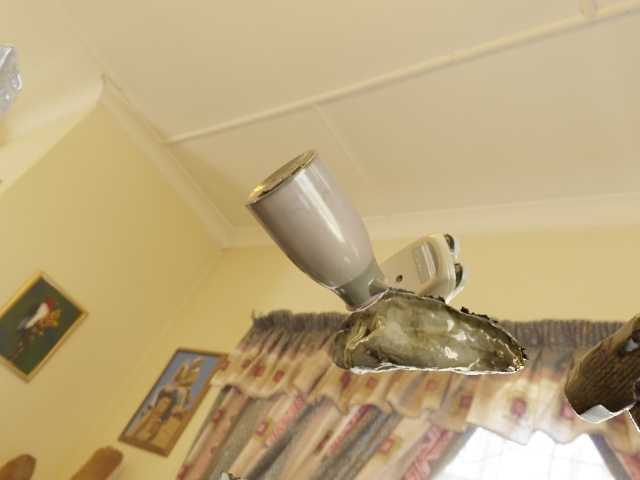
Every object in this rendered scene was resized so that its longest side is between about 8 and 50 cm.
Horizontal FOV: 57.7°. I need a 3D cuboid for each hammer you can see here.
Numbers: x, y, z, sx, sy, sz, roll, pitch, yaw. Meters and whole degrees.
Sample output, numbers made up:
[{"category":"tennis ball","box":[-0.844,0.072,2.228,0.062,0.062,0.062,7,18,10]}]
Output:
[{"category":"hammer","box":[0.465,0.306,0.726,0.095,0.408,0.242,-13,-26,-12]}]

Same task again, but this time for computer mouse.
[{"category":"computer mouse","box":[0.179,0.084,1.126,0.082,0.145,0.236,25,-50,-36]}]

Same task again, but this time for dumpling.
[{"category":"dumpling","box":[0.126,0.156,0.880,0.332,0.086,0.166,-11,-56,35]}]

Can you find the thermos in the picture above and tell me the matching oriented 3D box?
[{"category":"thermos","box":[0.000,0.000,0.705,0.193,0.105,0.137,52,-30,-18]}]

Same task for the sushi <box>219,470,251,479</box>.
[{"category":"sushi","box":[-0.020,0.348,0.542,0.231,0.219,0.047,19,-43,0]}]

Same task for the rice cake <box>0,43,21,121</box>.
[{"category":"rice cake","box":[-0.302,0.023,0.349,0.056,0.365,0.073,29,-16,-13]}]
